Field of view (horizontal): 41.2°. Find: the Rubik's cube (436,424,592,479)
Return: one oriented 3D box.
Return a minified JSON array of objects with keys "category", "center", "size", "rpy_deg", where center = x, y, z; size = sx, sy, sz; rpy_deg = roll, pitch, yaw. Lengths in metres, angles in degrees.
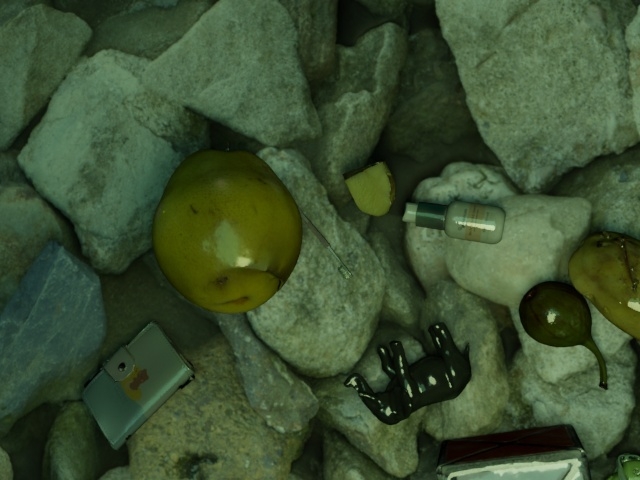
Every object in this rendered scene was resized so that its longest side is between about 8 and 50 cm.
[{"category":"Rubik's cube","center":[0.342,0.476,1.472],"size":[0.255,0.259,0.260],"rpy_deg":[-11,84,11]}]

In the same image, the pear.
[{"category":"pear","center":[-0.181,-0.031,1.597],"size":[0.285,0.285,0.336],"rpy_deg":[-30,80,8]}]

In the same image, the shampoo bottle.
[{"category":"shampoo bottle","center":[0.251,-0.041,1.611],"size":[0.192,0.074,0.073],"rpy_deg":[10,89,12]}]

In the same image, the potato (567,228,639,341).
[{"category":"potato","center":[0.582,0.100,1.501],"size":[0.300,0.173,0.140],"rpy_deg":[37,137,10]}]

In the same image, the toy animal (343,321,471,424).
[{"category":"toy animal","center":[0.168,0.253,1.590],"size":[0.245,0.114,0.146],"rpy_deg":[-22,82,9]}]

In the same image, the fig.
[{"category":"fig","center":[0.463,0.177,1.548],"size":[0.124,0.124,0.236],"rpy_deg":[-42,95,6]}]

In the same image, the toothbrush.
[{"category":"toothbrush","center":[0.002,-0.001,1.688],"size":[0.017,0.014,0.194],"rpy_deg":[-38,81,7]}]

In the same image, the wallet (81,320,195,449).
[{"category":"wallet","center":[-0.369,0.289,1.717],"size":[0.231,0.069,0.170],"rpy_deg":[-44,62,2]}]

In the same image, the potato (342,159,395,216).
[{"category":"potato","center":[0.107,-0.099,1.649],"size":[0.096,0.066,0.103],"rpy_deg":[-15,93,34]}]

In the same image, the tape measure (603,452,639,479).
[{"category":"tape measure","center":[0.574,0.484,1.501],"size":[0.200,0.106,0.175],"rpy_deg":[43,92,12]}]
